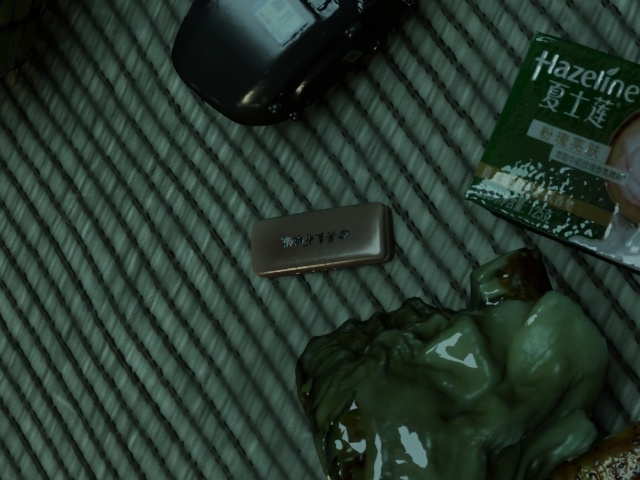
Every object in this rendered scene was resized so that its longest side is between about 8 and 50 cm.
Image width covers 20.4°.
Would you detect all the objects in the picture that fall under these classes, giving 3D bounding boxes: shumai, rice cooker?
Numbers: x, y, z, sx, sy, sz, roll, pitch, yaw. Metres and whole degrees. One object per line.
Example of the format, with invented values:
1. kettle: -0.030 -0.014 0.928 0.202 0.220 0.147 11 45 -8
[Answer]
1. shumai: 0.097 0.124 1.217 0.218 0.256 0.189 -28 105 0
2. rice cooker: -0.018 -0.176 1.354 0.203 0.142 0.118 -43 77 14

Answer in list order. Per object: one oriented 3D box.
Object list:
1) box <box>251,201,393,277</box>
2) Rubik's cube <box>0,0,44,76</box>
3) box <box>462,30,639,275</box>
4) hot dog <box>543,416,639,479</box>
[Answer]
1. box: 0.000 0.000 1.374 0.115 0.025 0.048 -7 79 25
2. Rubik's cube: -0.367 -0.249 1.473 0.319 0.319 0.264 -42 38 14
3. box: 0.219 -0.049 1.243 0.199 0.081 0.135 23 91 26
4. hot dog: 0.189 0.190 1.225 0.192 0.053 0.099 -31 63 17
